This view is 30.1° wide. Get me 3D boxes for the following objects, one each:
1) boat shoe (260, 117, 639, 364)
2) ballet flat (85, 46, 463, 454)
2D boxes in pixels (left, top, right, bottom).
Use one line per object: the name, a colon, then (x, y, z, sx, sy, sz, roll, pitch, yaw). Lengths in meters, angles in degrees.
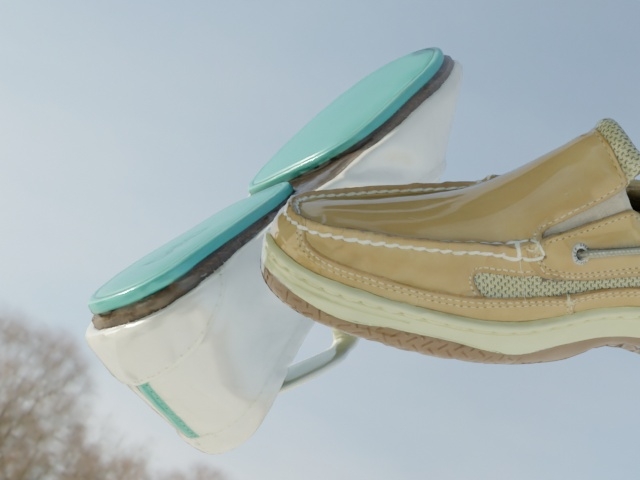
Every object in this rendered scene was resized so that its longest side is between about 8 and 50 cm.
boat shoe: (0.077, -0.005, 0.371, 0.190, 0.068, 0.072, 4, -62, -17)
ballet flat: (0.000, 0.000, 0.794, 0.139, 0.400, 0.139, 16, -54, 24)
